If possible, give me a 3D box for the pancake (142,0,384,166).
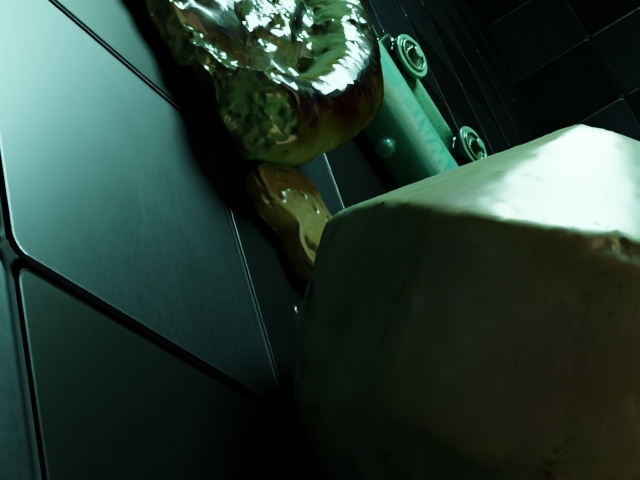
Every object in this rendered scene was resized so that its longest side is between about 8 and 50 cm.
[{"bbox_3d":[-0.046,-0.229,1.056,0.305,0.067,0.426,50,28,-10],"label":"pancake"}]

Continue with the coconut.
[{"bbox_3d":[0.151,0.088,0.778,0.352,0.353,0.352,52,17,-24],"label":"coconut"}]

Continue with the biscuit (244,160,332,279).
[{"bbox_3d":[-0.001,-0.001,0.970,0.184,0.027,0.133,56,15,-12],"label":"biscuit"}]

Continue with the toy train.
[{"bbox_3d":[0.098,-0.130,1.406,0.248,0.101,0.159,56,32,-9],"label":"toy train"}]
